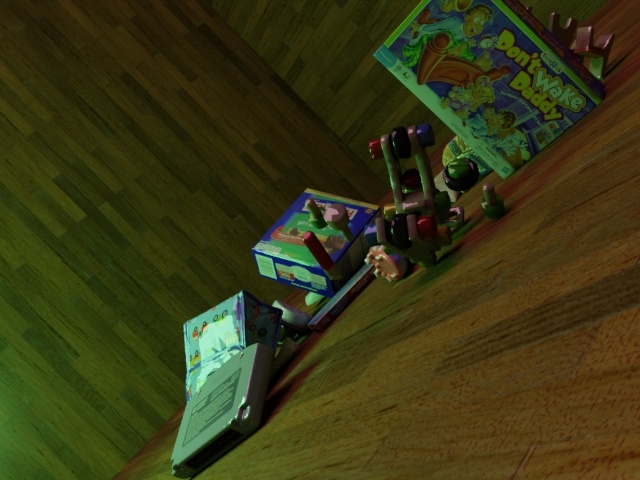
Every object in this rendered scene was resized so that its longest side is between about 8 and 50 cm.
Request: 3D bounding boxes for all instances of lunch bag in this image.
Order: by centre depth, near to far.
[{"bbox_3d":[-0.210,0.299,1.614,0.221,0.138,0.293,-30,44,32],"label":"lunch bag"}]

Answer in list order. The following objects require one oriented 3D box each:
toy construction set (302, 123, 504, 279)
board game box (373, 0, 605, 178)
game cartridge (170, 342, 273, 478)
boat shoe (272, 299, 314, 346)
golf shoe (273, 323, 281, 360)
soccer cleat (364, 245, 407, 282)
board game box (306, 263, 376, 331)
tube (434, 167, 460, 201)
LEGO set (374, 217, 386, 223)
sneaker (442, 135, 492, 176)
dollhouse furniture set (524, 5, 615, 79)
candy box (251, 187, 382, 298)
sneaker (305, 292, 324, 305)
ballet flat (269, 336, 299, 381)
[{"bbox_3d":[0.139,-0.023,1.235,0.309,0.257,0.237,-29,-42,3],"label":"toy construction set"},{"bbox_3d":[0.304,-0.312,1.280,0.233,0.347,0.078,-44,7,39],"label":"board game box"},{"bbox_3d":[-0.196,0.336,1.406,0.297,0.062,0.198,-43,21,36],"label":"game cartridge"},{"bbox_3d":[-0.095,0.236,1.896,0.119,0.121,0.335,-64,3,-8],"label":"boat shoe"},{"bbox_3d":[-0.139,0.271,1.765,0.176,0.069,0.086,-69,-15,3],"label":"golf shoe"},{"bbox_3d":[0.148,0.029,1.428,0.095,0.083,0.248,-40,-1,-4],"label":"soccer cleat"},{"bbox_3d":[0.081,0.115,1.713,0.281,0.027,0.145,-45,3,-11],"label":"board game box"},{"bbox_3d":[0.329,-0.156,1.720,0.070,0.062,0.240,-32,8,43],"label":"tube"},{"bbox_3d":[0.242,-0.102,2.020,0.227,0.093,0.087,-44,2,-1],"label":"LEGO set"},{"bbox_3d":[0.407,-0.235,1.565,0.131,0.111,0.296,-30,-2,-45],"label":"sneaker"},{"bbox_3d":[0.410,-0.378,1.433,0.259,0.262,0.135,-151,72,-68],"label":"dollhouse furniture set"},{"bbox_3d":[0.000,0.000,2.082,0.317,0.268,0.122,-49,-37,-39],"label":"candy box"},{"bbox_3d":[0.006,0.080,2.205,0.256,0.151,0.094,-46,4,-21],"label":"sneaker"},{"bbox_3d":[-0.121,0.297,1.651,0.168,0.052,0.057,-45,2,-16],"label":"ballet flat"}]
